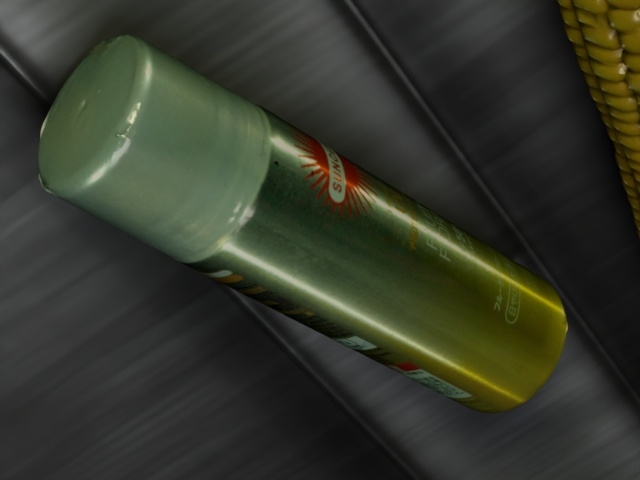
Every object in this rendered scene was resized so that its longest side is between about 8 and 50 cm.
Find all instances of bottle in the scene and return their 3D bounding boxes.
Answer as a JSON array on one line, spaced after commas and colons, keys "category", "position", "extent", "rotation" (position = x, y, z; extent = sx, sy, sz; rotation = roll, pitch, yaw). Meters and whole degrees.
[{"category": "bottle", "position": [0.000, 0.000, 0.723], "extent": [0.286, 0.082, 0.082], "rotation": [28, 111, -35]}]

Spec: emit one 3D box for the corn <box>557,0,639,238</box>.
[{"category": "corn", "position": [0.203, -0.054, 0.736], "extent": [0.131, 0.131, 0.344], "rotation": [-27, 132, 0]}]
